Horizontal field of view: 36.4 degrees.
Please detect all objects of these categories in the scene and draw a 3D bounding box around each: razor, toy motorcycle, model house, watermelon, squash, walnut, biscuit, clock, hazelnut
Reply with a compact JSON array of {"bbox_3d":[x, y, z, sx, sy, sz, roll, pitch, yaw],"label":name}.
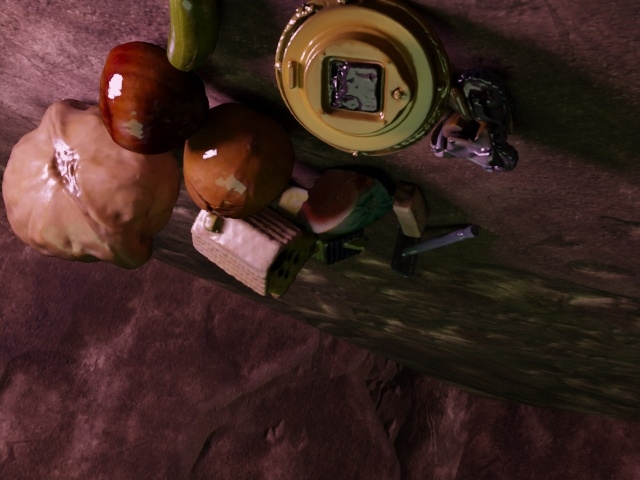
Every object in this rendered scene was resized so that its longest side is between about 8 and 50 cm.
[{"bbox_3d":[0.242,0.001,2.039,0.068,0.106,0.232,25,154,-28],"label":"razor"},{"bbox_3d":[0.205,-0.166,1.360,0.129,0.094,0.229,18,158,24],"label":"toy motorcycle"},{"bbox_3d":[-0.143,0.010,1.935,0.193,0.175,0.234,34,-171,12],"label":"model house"},{"bbox_3d":[0.000,0.000,2.149,0.211,0.170,0.194,17,165,6],"label":"model house"},{"bbox_3d":[0.073,-0.062,1.921,0.146,0.129,0.231,13,179,-32],"label":"watermelon"},{"bbox_3d":[-0.185,-0.301,1.392,0.080,0.071,0.318,21,167,-3],"label":"squash"},{"bbox_3d":[-0.152,-0.133,1.761,0.203,0.203,0.298,19,161,-2],"label":"walnut"},{"bbox_3d":[-0.468,-0.108,2.012,0.383,0.384,0.383,18,167,4],"label":"walnut"},{"bbox_3d":[0.177,-0.056,1.917,0.052,0.056,0.188,15,165,18],"label":"biscuit"},{"bbox_3d":[0.048,-0.201,1.240,0.236,0.057,0.237,9,127,13],"label":"clock"},{"bbox_3d":[-0.272,-0.230,1.584,0.177,0.178,0.204,14,142,19],"label":"hazelnut"}]

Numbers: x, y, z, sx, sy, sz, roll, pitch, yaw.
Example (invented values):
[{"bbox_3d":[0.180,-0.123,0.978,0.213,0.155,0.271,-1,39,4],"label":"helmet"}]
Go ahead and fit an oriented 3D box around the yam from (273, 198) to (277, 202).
[{"bbox_3d":[-0.167,-0.154,1.982,0.066,0.066,0.299,11,165,31],"label":"yam"}]
